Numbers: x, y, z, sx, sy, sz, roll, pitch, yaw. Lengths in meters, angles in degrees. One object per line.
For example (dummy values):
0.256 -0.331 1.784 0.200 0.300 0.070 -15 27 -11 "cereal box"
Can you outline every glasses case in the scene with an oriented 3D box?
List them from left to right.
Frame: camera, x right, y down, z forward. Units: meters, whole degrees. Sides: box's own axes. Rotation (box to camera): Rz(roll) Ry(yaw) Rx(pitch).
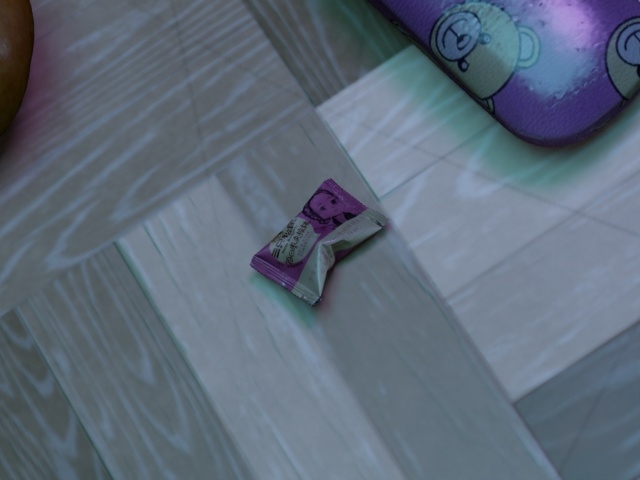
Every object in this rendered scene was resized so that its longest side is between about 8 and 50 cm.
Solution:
0.091 -0.191 1.243 0.123 0.076 0.316 -43 69 -3 "glasses case"

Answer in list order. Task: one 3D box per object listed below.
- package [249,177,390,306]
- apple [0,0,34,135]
0.000 0.000 1.231 0.059 0.029 0.083 34 73 28 "package"
-0.285 -0.128 1.274 0.182 0.155 0.182 -3 59 6 "apple"
